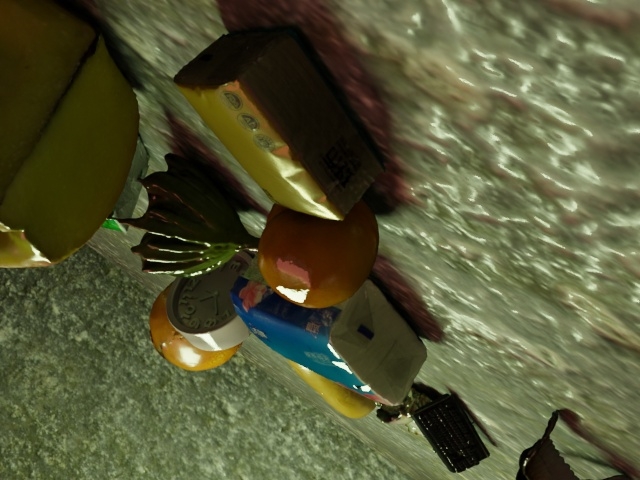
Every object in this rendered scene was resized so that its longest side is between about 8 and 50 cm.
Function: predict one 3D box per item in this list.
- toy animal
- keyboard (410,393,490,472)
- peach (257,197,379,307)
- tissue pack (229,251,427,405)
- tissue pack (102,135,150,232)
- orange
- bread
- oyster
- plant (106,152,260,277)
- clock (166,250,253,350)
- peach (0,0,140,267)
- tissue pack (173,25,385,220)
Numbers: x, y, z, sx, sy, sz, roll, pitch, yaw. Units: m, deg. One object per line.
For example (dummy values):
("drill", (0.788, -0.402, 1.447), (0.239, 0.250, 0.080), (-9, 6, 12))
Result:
("toy animal", (0.327, 0.367, 0.894), (0.160, 0.197, 0.272), (23, 153, 32))
("keyboard", (0.248, 0.364, 1.180), (0.230, 0.094, 0.025), (56, -172, -36))
("peach", (0.000, 0.000, 0.680), (0.138, 0.138, 0.138), (34, 162, 12))
("tissue pack", (0.003, 0.130, 0.986), (0.270, 0.137, 0.209), (16, 151, 51))
("tissue pack", (-0.407, -0.121, 1.020), (0.209, 0.148, 0.156), (13, 162, 0))
("orange", (-0.301, 0.198, 1.569), (0.246, 0.246, 0.246), (34, 162, 12))
("bread", (0.022, 0.339, 1.560), (0.142, 0.091, 0.305), (23, 157, 53))
("oyster", (0.182, 0.353, 1.295), (0.198, 0.092, 0.259), (33, 171, 15))
("plant", (-0.142, 0.019, 0.958), (0.334, 0.180, 0.251), (29, 171, 15))
("clock", (-0.196, 0.111, 1.221), (0.197, 0.197, 0.068), (23, 157, 38))
("peach", (-0.404, -0.159, 0.789), (0.306, 0.380, 0.242), (10, 158, 2))
("tissue pack", (-0.037, -0.101, 0.572), (0.120, 0.082, 0.169), (18, 154, 50))
